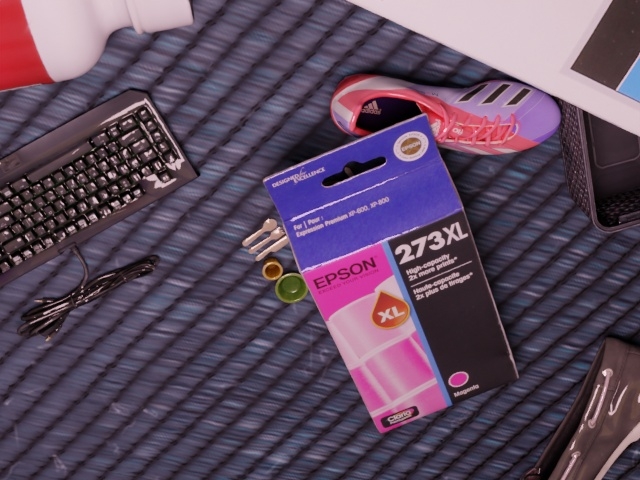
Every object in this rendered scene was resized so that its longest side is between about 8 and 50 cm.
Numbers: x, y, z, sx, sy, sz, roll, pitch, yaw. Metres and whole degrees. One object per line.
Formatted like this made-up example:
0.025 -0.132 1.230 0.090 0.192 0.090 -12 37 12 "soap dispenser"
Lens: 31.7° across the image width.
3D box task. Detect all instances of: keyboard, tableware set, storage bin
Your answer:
-0.272 -0.005 1.183 0.317 0.033 0.201 -28 116 6 "keyboard"
0.000 0.000 1.227 0.154 0.024 0.104 -35 115 8 "tableware set"
0.323 -0.114 1.187 0.122 0.084 0.180 -15 117 -1 "storage bin"

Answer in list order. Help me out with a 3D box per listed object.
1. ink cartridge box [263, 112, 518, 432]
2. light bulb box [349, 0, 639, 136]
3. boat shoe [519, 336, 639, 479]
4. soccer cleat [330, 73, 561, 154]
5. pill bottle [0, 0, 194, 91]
0.085 0.049 1.192 0.176 0.069 0.371 -22 129 3 "ink cartridge box"
0.184 -0.277 0.939 0.361 0.358 0.225 22 112 -16 "light bulb box"
0.293 0.262 1.355 0.095 0.112 0.335 33 102 -2 "boat shoe"
0.132 -0.123 1.149 0.248 0.095 0.083 6 114 -10 "soccer cleat"
-0.322 -0.234 0.959 0.408 0.229 0.229 -11 116 -3 "pill bottle"
